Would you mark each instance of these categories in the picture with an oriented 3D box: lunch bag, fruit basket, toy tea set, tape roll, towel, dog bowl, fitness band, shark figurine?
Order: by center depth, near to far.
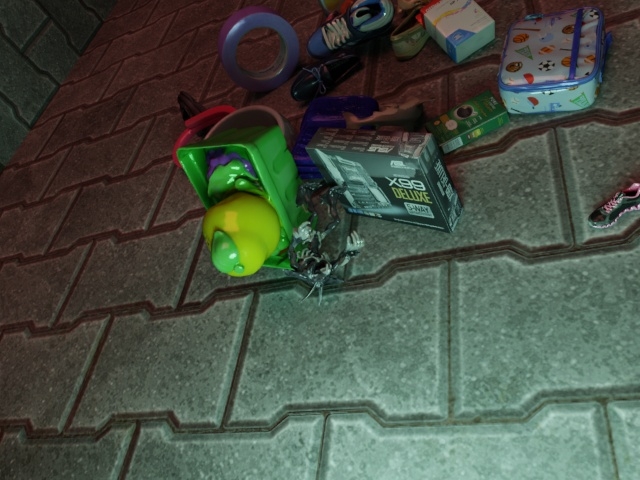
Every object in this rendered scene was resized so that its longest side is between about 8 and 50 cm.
[{"bbox_3d":[-0.187,-0.057,1.309,0.283,0.392,0.391,4,56,36],"label":"fruit basket"},{"bbox_3d":[0.571,-0.446,1.345,0.243,0.115,0.303,1,55,31],"label":"lunch bag"},{"bbox_3d":[0.197,-0.307,1.457,0.278,0.116,0.166,-24,23,-29],"label":"shark figurine"},{"bbox_3d":[0.033,-0.302,1.558,0.228,0.076,0.308,-2,48,19],"label":"towel"},{"bbox_3d":[-0.222,-0.257,1.662,0.349,0.102,0.348,-13,58,22],"label":"dog bowl"},{"bbox_3d":[-0.381,-0.344,1.887,0.291,0.054,0.208,-20,64,19],"label":"fitness band"},{"bbox_3d":[-0.216,-0.667,1.932,0.275,0.274,0.090,-34,43,3],"label":"tape roll"},{"bbox_3d":[0.234,-0.867,1.964,0.336,0.124,0.199,3,85,31],"label":"toy tea set"}]

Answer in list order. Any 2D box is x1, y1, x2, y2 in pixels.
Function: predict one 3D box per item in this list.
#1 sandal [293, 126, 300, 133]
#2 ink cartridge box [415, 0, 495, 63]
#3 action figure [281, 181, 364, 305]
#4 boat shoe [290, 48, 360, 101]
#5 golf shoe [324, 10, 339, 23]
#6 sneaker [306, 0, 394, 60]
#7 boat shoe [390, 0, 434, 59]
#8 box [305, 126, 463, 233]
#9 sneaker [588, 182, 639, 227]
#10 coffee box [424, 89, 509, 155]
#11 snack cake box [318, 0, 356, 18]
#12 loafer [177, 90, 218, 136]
[{"bbox_3d":[-0.119,-0.344,1.751,0.180,0.049,0.072,12,61,39],"label":"sandal"},{"bbox_3d":[0.386,-0.646,1.613,0.134,0.078,0.231,-34,63,4],"label":"ink cartridge box"},{"bbox_3d":[0.000,0.000,1.245,0.141,0.164,0.275,145,130,-58],"label":"action figure"},{"bbox_3d":[0.013,-0.546,1.798,0.258,0.109,0.089,-40,32,-1],"label":"boat shoe"},{"bbox_3d":[0.028,-0.774,2.020,0.086,0.067,0.186,-8,50,30],"label":"golf shoe"},{"bbox_3d":[0.084,-0.702,1.799,0.323,0.130,0.236,-19,4,12],"label":"sneaker"},{"bbox_3d":[0.320,-0.694,1.742,0.105,0.089,0.285,16,63,41],"label":"boat shoe"},{"bbox_3d":[0.146,-0.142,1.258,0.308,0.242,0.076,14,62,39],"label":"box"},{"bbox_3d":[0.566,-0.070,1.056,0.119,0.057,0.047,-32,45,7],"label":"sneaker"},{"bbox_3d":[0.369,-0.298,1.398,0.184,0.040,0.113,-28,44,10],"label":"coffee box"},{"bbox_3d":[0.110,-0.963,2.071,0.265,0.152,0.089,-33,43,5],"label":"snack cake box"},{"bbox_3d":[-0.485,-0.477,2.072,0.095,0.109,0.302,-46,46,-4],"label":"loafer"}]
